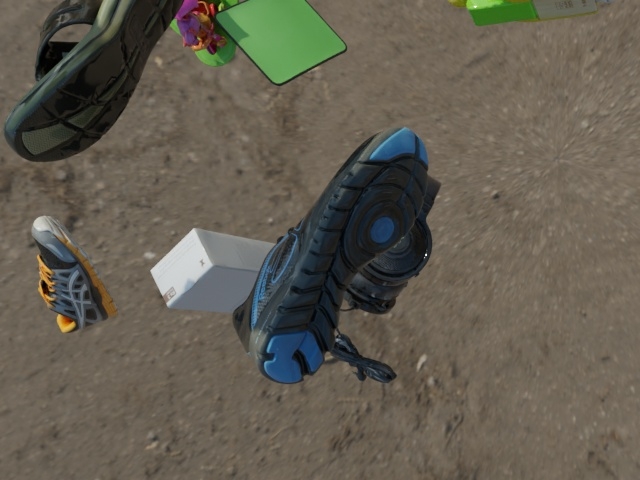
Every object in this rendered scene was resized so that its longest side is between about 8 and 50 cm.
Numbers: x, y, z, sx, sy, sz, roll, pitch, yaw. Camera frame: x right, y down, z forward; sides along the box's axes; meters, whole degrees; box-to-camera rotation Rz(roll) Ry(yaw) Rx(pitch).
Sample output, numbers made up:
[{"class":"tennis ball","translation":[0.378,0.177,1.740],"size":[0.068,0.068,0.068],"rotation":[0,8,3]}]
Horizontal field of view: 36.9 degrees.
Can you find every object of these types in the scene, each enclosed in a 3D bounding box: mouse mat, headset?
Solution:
[{"class":"mouse mat","translation":[-0.059,-0.321,1.486],"size":[0.153,0.189,0.007],"rotation":[48,139,7]},{"class":"headset","translation":[0.124,0.057,1.666],"size":[0.185,0.394,0.243],"rotation":[32,146,2]}]

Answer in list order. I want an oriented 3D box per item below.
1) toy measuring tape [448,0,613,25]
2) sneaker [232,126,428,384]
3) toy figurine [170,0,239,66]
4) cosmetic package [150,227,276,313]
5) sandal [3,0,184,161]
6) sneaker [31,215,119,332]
[{"class":"toy measuring tape","translation":[0.309,-0.330,1.137],"size":[0.330,0.121,0.121],"rotation":[-3,94,22]},{"class":"sneaker","translation":[0.000,0.000,1.169],"size":[0.125,0.139,0.341],"rotation":[33,91,-35]},{"class":"toy figurine","translation":[-0.200,-0.341,1.457],"size":[0.130,0.159,0.173],"rotation":[-14,102,15]},{"class":"cosmetic package","translation":[-0.157,0.056,1.600],"size":[0.117,0.231,0.085],"rotation":[-41,62,21]},{"class":"sandal","translation":[-0.227,-0.204,0.970],"size":[0.086,0.120,0.303],"rotation":[22,65,11]},{"class":"sneaker","translation":[-0.342,0.053,1.289],"size":[0.083,0.215,0.084],"rotation":[-32,50,-14]}]
